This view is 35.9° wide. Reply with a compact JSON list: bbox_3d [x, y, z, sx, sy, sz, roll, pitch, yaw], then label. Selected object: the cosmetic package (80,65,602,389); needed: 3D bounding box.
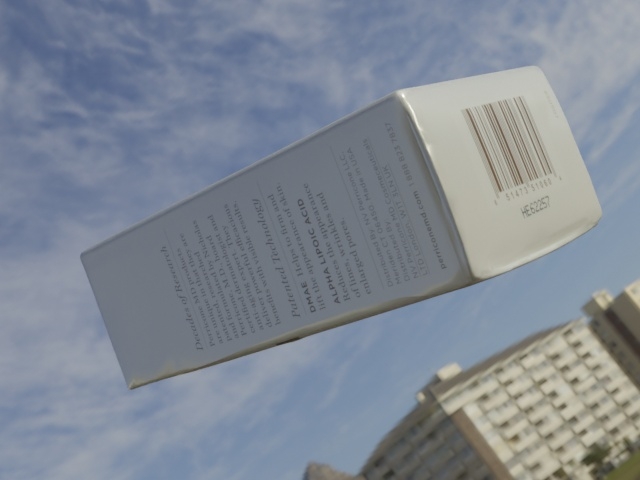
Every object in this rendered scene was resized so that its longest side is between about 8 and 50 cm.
[{"bbox_3d":[0.000,0.000,0.478,0.231,0.086,0.117,-24,-4,43],"label":"cosmetic package"}]
